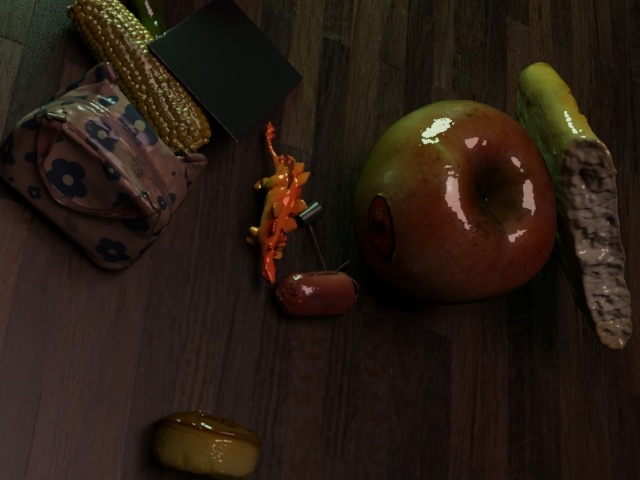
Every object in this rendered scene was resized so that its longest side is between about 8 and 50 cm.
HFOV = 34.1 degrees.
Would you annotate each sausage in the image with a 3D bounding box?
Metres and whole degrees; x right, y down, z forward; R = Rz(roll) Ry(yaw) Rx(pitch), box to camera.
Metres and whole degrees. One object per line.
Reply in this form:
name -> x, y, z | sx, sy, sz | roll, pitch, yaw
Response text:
sausage -> -0.004, 0.084, 1.635 | 0.141, 0.076, 0.076 | 3, 69, -31

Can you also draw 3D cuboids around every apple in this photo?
apple -> 0.202, -0.055, 1.697 | 0.338, 0.305, 0.338 | 6, 78, -30

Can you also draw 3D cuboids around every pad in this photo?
pad -> -0.144, -0.284, 1.673 | 0.202, 0.005, 0.300 | 47, 33, -9

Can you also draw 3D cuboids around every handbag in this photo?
handbag -> -0.294, -0.107, 1.439 | 0.251, 0.193, 0.190 | 44, 57, -11

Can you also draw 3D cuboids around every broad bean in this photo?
broad bean -> -0.255, -0.319, 1.648 | 0.065, 0.046, 0.254 | -16, 82, -53

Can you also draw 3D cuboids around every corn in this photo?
corn -> -0.264, -0.246, 1.580 | 0.101, 0.101, 0.310 | -34, 91, -39

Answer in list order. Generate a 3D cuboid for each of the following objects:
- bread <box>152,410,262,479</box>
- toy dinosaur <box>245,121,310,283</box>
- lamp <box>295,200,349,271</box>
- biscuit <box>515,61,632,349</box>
bread -> -0.146, 0.281, 1.426 | 0.156, 0.125, 0.086 | 20, 78, -31
toy dinosaur -> -0.061, -0.071, 1.632 | 0.070, 0.117, 0.288 | 16, 65, -28
lamp -> -0.001, -0.001, 1.699 | 0.054, 0.041, 0.121 | -31, 87, -31
biscuit -> 0.424, -0.099, 1.827 | 0.446, 0.104, 0.429 | -102, 173, -48
